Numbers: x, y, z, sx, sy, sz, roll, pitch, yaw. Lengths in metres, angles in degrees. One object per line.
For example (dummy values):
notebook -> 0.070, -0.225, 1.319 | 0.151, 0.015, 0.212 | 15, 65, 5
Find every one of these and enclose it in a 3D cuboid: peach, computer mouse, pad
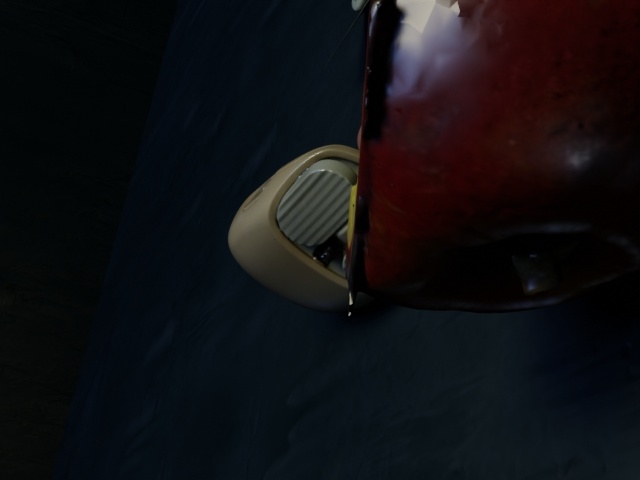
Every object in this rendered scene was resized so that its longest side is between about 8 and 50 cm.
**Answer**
peach -> 0.140, -0.122, 0.573 | 0.258, 0.201, 0.362 | 90, -167, -60
computer mouse -> 0.000, 0.000, 0.902 | 0.236, 0.145, 0.082 | -31, 27, 58
pad -> 0.086, -0.318, 1.115 | 0.265, 0.009, 0.160 | -52, 7, 42

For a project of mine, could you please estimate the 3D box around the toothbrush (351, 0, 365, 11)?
toothbrush -> 0.111, -0.387, 1.116 | 0.386, 0.040, 0.040 | 121, 160, -54

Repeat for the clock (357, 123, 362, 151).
clock -> 0.095, -0.133, 0.865 | 0.166, 0.092, 0.162 | -39, 33, 57
